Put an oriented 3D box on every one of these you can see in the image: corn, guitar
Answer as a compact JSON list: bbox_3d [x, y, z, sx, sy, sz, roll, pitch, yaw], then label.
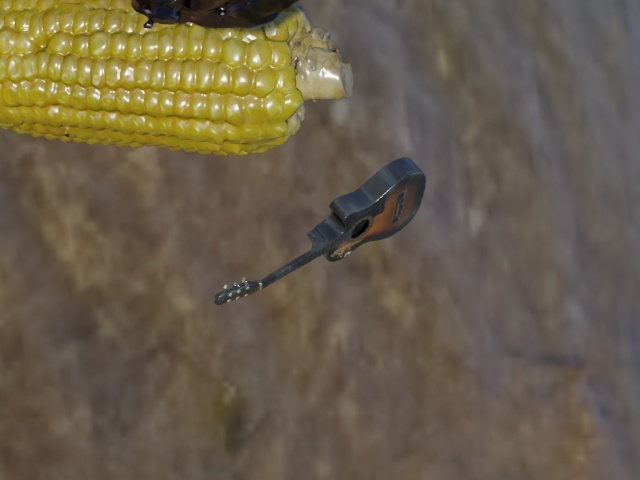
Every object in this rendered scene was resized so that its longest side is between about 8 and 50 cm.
[{"bbox_3d":[-0.112,-0.097,1.019,0.097,0.262,0.097,5,90,-81],"label":"corn"},{"bbox_3d":[0.000,0.000,1.661,0.233,0.025,0.088,-29,153,-26],"label":"guitar"}]

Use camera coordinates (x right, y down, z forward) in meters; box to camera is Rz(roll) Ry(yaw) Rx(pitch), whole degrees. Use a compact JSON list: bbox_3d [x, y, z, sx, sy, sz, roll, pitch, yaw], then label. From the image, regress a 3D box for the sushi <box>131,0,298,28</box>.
[{"bbox_3d":[-0.034,-0.120,0.546,0.084,0.094,0.098,57,8,-67],"label":"sushi"}]
